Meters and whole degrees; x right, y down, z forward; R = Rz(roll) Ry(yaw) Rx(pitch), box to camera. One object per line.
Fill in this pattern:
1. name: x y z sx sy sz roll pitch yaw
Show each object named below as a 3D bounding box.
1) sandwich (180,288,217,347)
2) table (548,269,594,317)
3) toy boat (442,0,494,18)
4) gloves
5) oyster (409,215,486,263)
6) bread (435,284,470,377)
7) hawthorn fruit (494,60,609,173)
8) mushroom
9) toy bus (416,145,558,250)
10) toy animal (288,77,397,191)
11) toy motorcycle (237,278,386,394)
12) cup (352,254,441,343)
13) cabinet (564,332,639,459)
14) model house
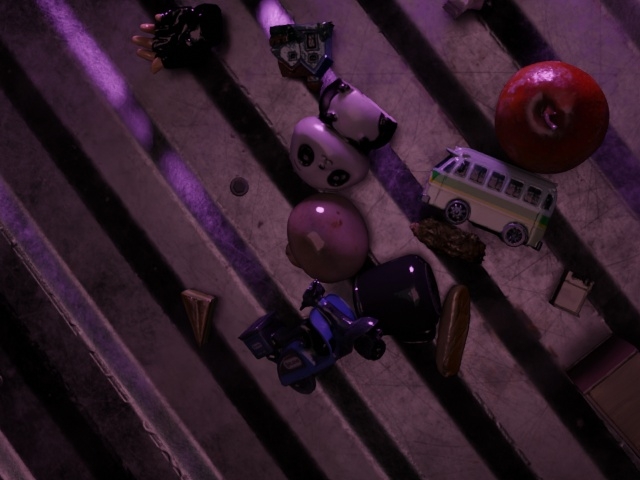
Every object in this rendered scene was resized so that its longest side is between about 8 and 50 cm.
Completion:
1. sandwich: -0.294 0.181 1.800 0.074 0.074 0.116 14 96 6
2. table: 0.542 0.113 1.661 0.062 0.079 0.083 24 95 8
3. toy boat: 0.368 -0.587 1.627 0.141 0.141 0.269 42 96 5
4. gloves: -0.333 -0.457 1.755 0.203 0.124 0.164 -8 61 33
5. oyster: 0.277 0.004 1.686 0.177 0.105 0.056 31 68 6
6. bread: 0.293 0.199 1.717 0.073 0.053 0.214 1 100 -34
7. hawthorn fruit: 0.476 -0.267 1.583 0.231 0.263 0.235 -25 61 -12
8. mushroom: 0.000 0.000 1.703 0.204 0.204 0.204 0 93 9
9. toy bus: 0.360 -0.094 1.653 0.276 0.133 0.164 24 97 6
10. toy animal: 0.040 -0.218 1.679 0.187 0.165 0.235 37 97 -5
11. toy motorcycle: -0.017 0.205 1.658 0.212 0.125 0.358 52 136 -5
12. cup: 0.174 0.147 1.691 0.176 0.169 0.223 -16 121 13
13. cabinet: 0.634 0.310 1.590 0.148 0.215 0.175 -41 85 7
14. model house: -0.036 -0.406 1.714 0.148 0.119 0.148 -3 100 9
